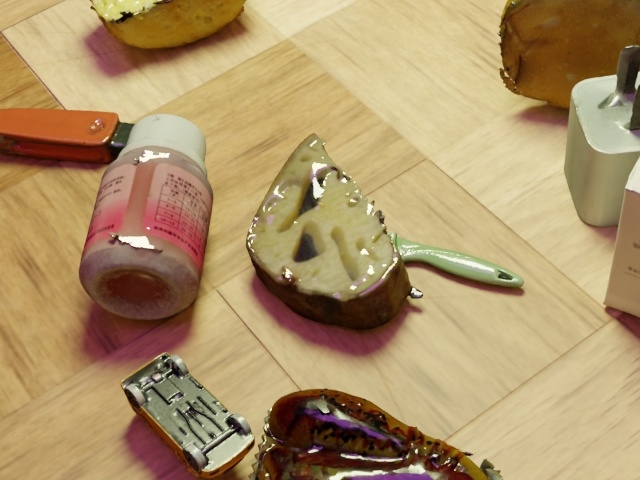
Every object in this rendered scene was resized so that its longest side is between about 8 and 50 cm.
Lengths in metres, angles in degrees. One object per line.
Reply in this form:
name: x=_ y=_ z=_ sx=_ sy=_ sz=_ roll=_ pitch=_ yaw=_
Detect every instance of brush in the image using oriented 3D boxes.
brush: x=-0.384 y=-0.150 z=1.426 sx=0.323 sy=0.051 sz=0.070 roll=3 pitch=53 yaw=10

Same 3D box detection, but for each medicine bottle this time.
medicine bottle: x=-0.202 y=-0.034 z=1.245 sx=0.147 sy=0.147 sz=0.247 roll=-1 pitch=50 yaw=7

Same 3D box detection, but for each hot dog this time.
hot dog: x=0.051 y=0.241 z=1.019 sx=0.270 sy=0.082 sz=0.163 roll=19 pitch=57 yaw=21

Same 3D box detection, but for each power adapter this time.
power adapter: x=0.361 y=-0.131 z=1.203 sx=0.125 sy=0.205 sz=0.130 roll=-7 pitch=51 yaw=2

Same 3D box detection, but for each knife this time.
knife: x=0.103 y=0.014 z=1.241 sx=0.293 sy=0.020 sz=0.043 roll=18 pitch=57 yaw=23

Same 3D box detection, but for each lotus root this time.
lotus root: x=0.000 y=0.000 z=1.223 sx=0.170 sy=0.074 sz=0.261 roll=-36 pitch=55 yaw=-6

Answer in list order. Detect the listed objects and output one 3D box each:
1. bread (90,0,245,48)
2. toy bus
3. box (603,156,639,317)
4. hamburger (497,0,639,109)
bread: x=-0.212 y=-0.376 z=1.537 sx=0.260 sy=0.147 sz=0.160 roll=-26 pitch=60 yaw=-5
toy bus: x=-0.139 y=0.194 z=1.090 sx=0.069 sy=0.074 sz=0.162 roll=-32 pitch=51 yaw=-27
box: x=0.452 y=0.021 z=1.064 sx=0.274 sy=0.203 sz=0.116 roll=22 pitch=57 yaw=24
hamburger: x=0.352 y=-0.281 z=1.322 sx=0.244 sy=0.244 sz=0.163 roll=7 pitch=52 yaw=14
